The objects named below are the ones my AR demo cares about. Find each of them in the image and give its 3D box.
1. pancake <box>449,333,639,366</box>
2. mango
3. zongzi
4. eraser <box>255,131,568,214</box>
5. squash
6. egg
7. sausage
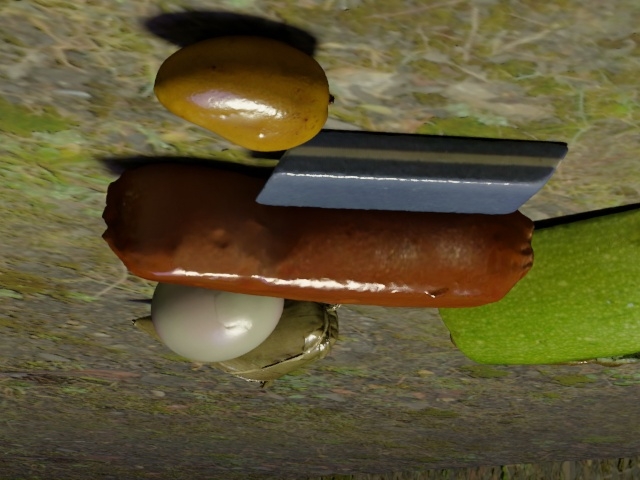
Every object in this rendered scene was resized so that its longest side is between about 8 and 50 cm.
[{"bbox_3d":[0.254,0.096,1.710,0.197,0.054,0.376,-7,167,28],"label":"pancake"},{"bbox_3d":[-0.046,-0.090,0.936,0.114,0.060,0.080,12,159,-28],"label":"mango"},{"bbox_3d":[-0.081,0.083,1.608,0.178,0.081,0.189,18,153,-25],"label":"zongzi"},{"bbox_3d":[0.067,-0.048,1.153,0.225,0.036,0.082,2,166,-11],"label":"eraser"},{"bbox_3d":[0.258,0.050,1.412,0.288,0.111,0.203,-11,164,31],"label":"squash"},{"bbox_3d":[-0.095,0.059,1.432,0.135,0.103,0.103,-15,160,37],"label":"egg"},{"bbox_3d":[0.000,0.001,1.220,0.348,0.097,0.094,4,158,-16],"label":"sausage"}]
